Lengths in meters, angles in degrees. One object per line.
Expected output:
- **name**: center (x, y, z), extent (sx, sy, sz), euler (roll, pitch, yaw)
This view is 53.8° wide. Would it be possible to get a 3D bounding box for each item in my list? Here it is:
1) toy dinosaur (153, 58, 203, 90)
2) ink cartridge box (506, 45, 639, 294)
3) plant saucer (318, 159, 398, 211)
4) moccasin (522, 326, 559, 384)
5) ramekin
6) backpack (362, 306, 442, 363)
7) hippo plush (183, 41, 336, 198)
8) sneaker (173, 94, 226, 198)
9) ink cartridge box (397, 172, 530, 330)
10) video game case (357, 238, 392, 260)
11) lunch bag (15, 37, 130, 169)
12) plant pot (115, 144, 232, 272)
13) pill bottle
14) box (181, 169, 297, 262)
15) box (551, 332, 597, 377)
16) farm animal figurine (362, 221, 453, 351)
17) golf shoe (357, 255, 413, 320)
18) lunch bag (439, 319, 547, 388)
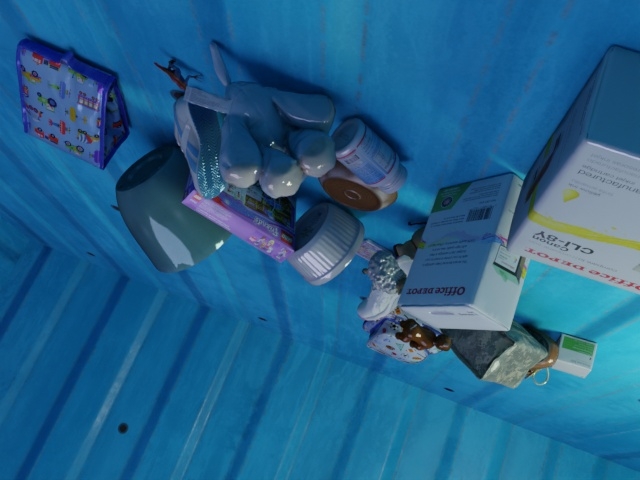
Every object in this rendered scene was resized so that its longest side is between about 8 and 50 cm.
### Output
- **toy dinosaur**: center (-0.283, -0.315, 1.260), extent (0.047, 0.090, 0.082), euler (-28, 83, 53)
- **ink cartridge box**: center (0.475, -0.071, 0.947), extent (0.279, 0.160, 0.384), euler (19, 160, 8)
- **plant saucer**: center (0.077, -0.117, 1.442), extent (0.199, 0.036, 0.198), euler (20, 160, 8)
- **moccasin**: center (0.623, 0.353, 1.920), extent (0.147, 0.139, 0.380), euler (24, 161, -1)
- **ramekin**: center (0.000, 0.000, 1.590), extent (0.109, 0.207, 0.207), euler (40, 155, -22)
- **backpack**: center (0.282, 0.267, 1.990), extent (0.263, 0.213, 0.276), euler (16, 160, -7)
- **hippo plush**: center (-0.121, -0.172, 1.216), extent (0.294, 0.234, 0.236), euler (22, 160, -2)
- **sneaker**: center (-0.262, -0.204, 1.376), extent (0.087, 0.228, 0.092), euler (-17, -165, -39)
- **ink cartridge box**: center (0.293, 0.028, 1.227), extent (0.117, 0.278, 0.201), euler (33, 158, -26)
- **video game case**: center (0.138, 0.028, 1.789), extent (0.087, 0.011, 0.122), euler (29, 159, -18)
- **lunch bag**: center (-0.586, -0.333, 1.482), extent (0.221, 0.138, 0.293), euler (25, 151, -1)
- **plant pot**: center (-0.383, -0.102, 1.632), extent (0.293, 0.293, 0.235), euler (2, 137, 45)
- **pill bottle**: center (0.097, -0.160, 1.231), extent (0.160, 0.087, 0.087), euler (36, 156, -35)
- **box**: center (-0.187, -0.097, 1.535), extent (0.293, 0.201, 0.057), euler (33, 125, -27)
- **box**: center (0.735, 0.335, 1.836), extent (0.101, 0.087, 0.102), euler (16, 160, 17)
- **farm animal figurine**: center (0.306, 0.096, 1.496), extent (0.326, 0.330, 0.172), euler (58, 154, -10)
- **golf shoe**: center (0.190, 0.122, 1.777), extent (0.140, 0.115, 0.306), euler (40, 131, -13)
- **lunch bag**: center (0.441, 0.245, 1.734), extent (0.235, 0.169, 0.287), euler (24, -161, -47)
